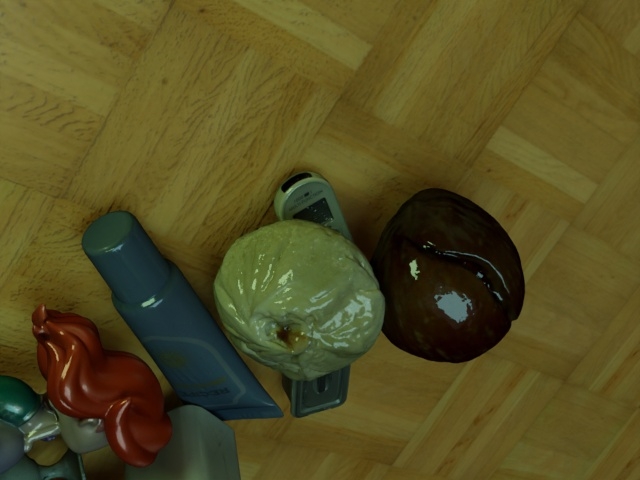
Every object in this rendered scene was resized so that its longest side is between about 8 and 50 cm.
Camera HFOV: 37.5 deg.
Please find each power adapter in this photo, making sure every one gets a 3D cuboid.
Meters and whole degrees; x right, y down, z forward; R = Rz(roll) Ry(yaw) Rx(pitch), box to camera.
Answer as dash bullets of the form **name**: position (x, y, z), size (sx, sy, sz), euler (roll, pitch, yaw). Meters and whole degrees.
- **power adapter**: position (-0.176, 0.341, 1.225), size (0.130, 0.205, 0.125), euler (-26, 138, 16)

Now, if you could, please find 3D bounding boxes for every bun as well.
- **bun**: position (-0.028, 0.087, 1.152), size (0.220, 0.134, 0.220), euler (9, 124, 14)

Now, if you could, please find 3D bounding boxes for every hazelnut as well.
- **hazelnut**: position (0.150, 0.045, 1.227), size (0.218, 0.234, 0.218), euler (1, 117, 3)

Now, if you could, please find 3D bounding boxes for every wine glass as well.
- **wine glass**: position (-0.409, 0.306, 1.157), size (0.231, 0.103, 0.103), euler (-13, 126, -19)

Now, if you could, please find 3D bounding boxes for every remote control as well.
- **remote control**: position (0.000, 0.000, 1.224), size (0.078, 0.042, 0.221), euler (-30, 130, -8)

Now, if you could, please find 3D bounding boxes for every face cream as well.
- **face cream**: position (-0.174, 0.118, 1.172), size (0.135, 0.086, 0.385), euler (-8, 134, 19)

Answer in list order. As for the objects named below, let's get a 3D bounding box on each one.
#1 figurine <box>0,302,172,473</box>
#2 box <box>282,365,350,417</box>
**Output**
- **figurine**: position (-0.310, 0.183, 1.079), size (0.257, 0.208, 0.181), euler (-16, 163, -19)
- **box**: position (-0.009, 0.180, 1.327), size (0.089, 0.062, 0.122), euler (-12, 127, -23)
